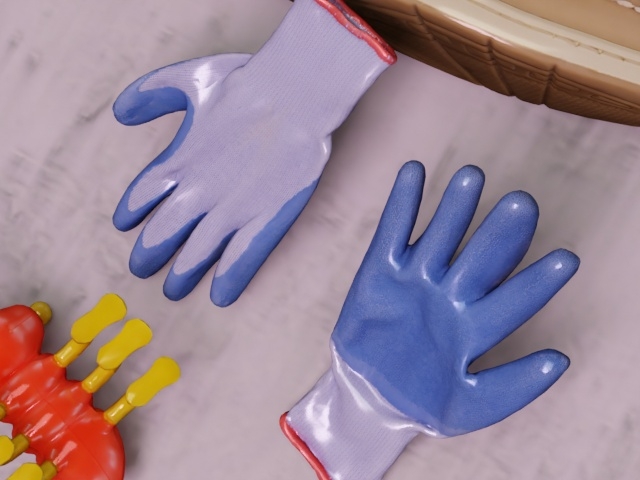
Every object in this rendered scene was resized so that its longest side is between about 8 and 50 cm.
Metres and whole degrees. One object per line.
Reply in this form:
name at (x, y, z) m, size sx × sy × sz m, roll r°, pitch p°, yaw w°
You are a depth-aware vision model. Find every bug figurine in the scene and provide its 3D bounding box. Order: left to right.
bug figurine at (-0.152, 0.155, 0.725) m, size 0.279 × 0.072 × 0.216 m, roll -36°, pitch 87°, yaw -17°

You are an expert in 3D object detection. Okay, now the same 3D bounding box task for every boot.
boot at (0.065, -0.172, 0.753) m, size 0.262 × 0.095 × 0.203 m, roll 26°, pitch 85°, yaw 16°

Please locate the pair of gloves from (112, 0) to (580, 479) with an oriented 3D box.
pair of gloves at (0.000, 0.000, 0.729) m, size 0.198 × 0.023 × 0.159 m, roll 47°, pitch 125°, yaw 11°
